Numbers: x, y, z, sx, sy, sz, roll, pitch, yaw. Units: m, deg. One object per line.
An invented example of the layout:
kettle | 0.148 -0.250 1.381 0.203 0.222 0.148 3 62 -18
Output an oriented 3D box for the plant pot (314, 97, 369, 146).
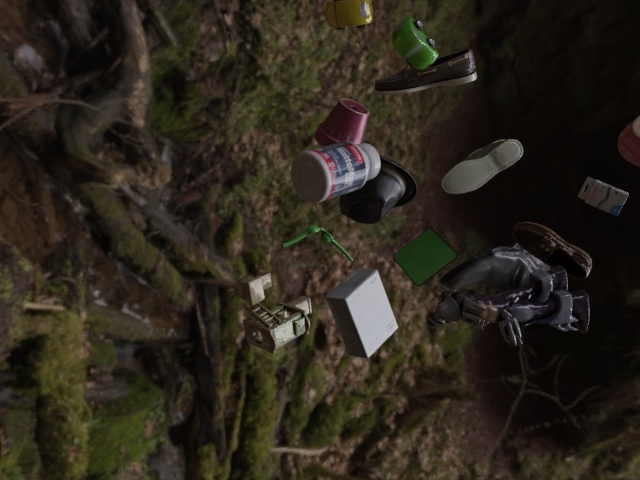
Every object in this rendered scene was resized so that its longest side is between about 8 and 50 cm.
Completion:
plant pot | 0.100 -0.453 2.644 0.201 0.201 0.180 -77 -168 -62

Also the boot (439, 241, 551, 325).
boot | 0.497 0.127 1.757 0.118 0.338 0.222 128 -58 -69

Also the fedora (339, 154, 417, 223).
fedora | 0.168 -0.155 2.307 0.334 0.334 0.152 61 44 -55

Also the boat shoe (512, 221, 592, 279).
boat shoe | 0.566 0.025 1.636 0.073 0.207 0.073 -47 160 -48

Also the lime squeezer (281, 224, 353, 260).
lime squeezer | 0.000 0.000 2.615 0.059 0.311 0.109 -38 -134 53

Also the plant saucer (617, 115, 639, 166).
plant saucer | 1.182 -0.352 2.243 0.332 0.332 0.084 -85 164 -52

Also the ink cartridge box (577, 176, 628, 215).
ink cartridge box | 0.555 -0.087 1.314 0.028 0.083 0.048 -24 137 -63

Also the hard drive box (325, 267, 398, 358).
hard drive box | 0.138 0.234 2.168 0.181 0.089 0.232 -38 117 -38

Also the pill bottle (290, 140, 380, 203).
pill bottle | 0.037 -0.148 1.383 0.180 0.108 0.107 -22 103 -42

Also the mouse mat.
mouse mat | 0.308 0.047 1.976 0.007 0.153 0.189 50 3 -34

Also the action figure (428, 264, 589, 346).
action figure | 0.320 0.119 1.159 0.185 0.285 0.099 -128 -144 -62

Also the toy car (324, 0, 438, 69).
toy car | 0.135 -0.415 1.240 0.225 0.239 0.053 53 37 -3

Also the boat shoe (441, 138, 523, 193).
boat shoe | 0.557 -0.259 2.338 0.109 0.305 0.091 60 4 -14

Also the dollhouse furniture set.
dollhouse furniture set | -0.075 0.133 1.481 0.182 0.101 0.160 -26 118 -40

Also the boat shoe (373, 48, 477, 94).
boat shoe | 0.323 -0.527 2.100 0.116 0.325 0.096 -74 154 -62
